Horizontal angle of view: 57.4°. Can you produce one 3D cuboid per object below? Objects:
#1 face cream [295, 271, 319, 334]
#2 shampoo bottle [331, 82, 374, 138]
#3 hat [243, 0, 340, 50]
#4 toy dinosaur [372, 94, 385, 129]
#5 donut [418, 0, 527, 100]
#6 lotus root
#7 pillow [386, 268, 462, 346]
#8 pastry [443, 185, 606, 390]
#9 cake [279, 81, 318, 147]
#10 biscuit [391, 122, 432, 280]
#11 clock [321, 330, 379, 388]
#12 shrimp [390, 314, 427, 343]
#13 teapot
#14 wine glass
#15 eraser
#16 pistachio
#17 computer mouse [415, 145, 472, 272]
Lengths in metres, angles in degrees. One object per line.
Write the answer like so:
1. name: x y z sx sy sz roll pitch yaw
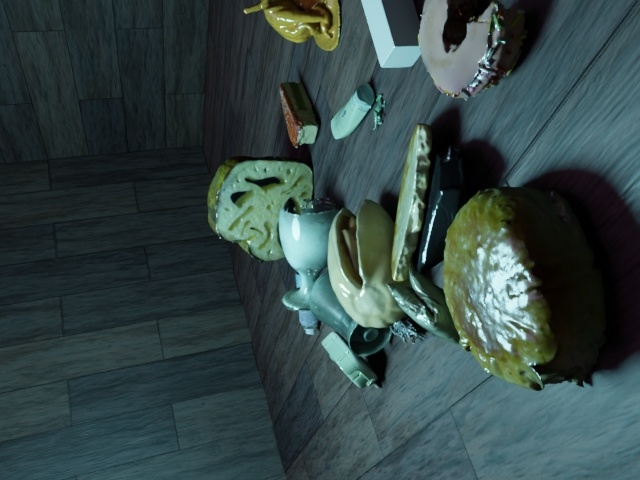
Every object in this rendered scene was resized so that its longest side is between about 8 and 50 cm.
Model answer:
1. face cream: -0.044 0.222 2.070 0.075 0.075 0.230 -152 56 -67
2. shampoo bottle: 0.080 -0.328 1.500 0.212 0.049 0.072 137 126 -68
3. hat: -0.094 -0.621 1.596 0.233 0.233 0.245 129 131 -67
4. toy dinosaur: 0.134 -0.309 1.395 0.083 0.021 0.062 138 129 -64
5. donut: 0.243 -0.338 0.960 0.199 0.085 0.233 106 149 -50
6. lotus root: -0.180 -0.120 1.929 0.390 0.375 0.111 48 180 -31
7. pillow: 0.223 0.137 1.126 0.078 0.181 0.134 -48 47 12
8. pastry: 0.295 0.073 0.911 0.329 0.136 0.330 170 90 -72
9. cake: -0.073 -0.392 1.864 0.117 0.086 0.221 107 148 -48
10. biscuit: 0.186 -0.079 1.196 0.204 0.040 0.309 -66 -16 -82
11. clock: 0.092 0.346 1.627 0.191 0.062 0.151 49 176 -38
12. shrimp: 0.203 0.209 1.370 0.165 0.056 0.065 -131 51 -74
13. teapot: 0.090 0.177 1.559 0.203 0.170 0.225 -61 38 13
14. wine glass: -0.033 0.036 1.779 0.190 0.190 0.357 -138 42 -62
15. eraser: 0.135 -0.510 1.215 0.078 0.076 0.299 133 126 -66
16. pistachio: 0.118 0.048 1.362 0.214 0.193 0.318 40 -143 -50
17. computer mouse: 0.238 -0.056 1.096 0.147 0.088 0.264 -82 -4 -52
